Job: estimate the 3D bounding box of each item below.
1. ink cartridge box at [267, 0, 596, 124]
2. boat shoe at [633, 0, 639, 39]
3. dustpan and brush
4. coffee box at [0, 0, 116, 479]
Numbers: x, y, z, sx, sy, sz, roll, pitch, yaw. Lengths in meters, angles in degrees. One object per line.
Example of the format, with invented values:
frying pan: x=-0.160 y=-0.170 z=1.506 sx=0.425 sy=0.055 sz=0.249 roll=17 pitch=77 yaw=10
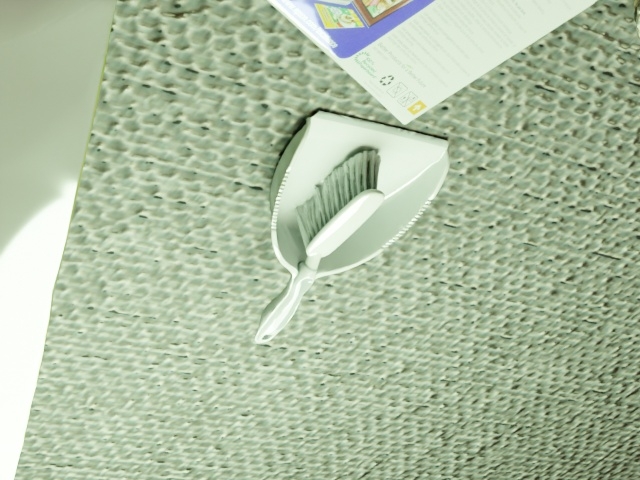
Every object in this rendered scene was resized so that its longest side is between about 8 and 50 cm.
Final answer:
ink cartridge box: x=0.088 y=-0.182 z=0.941 sx=0.208 sy=0.045 sz=0.206 roll=-31 pitch=146 yaw=17
boat shoe: x=0.334 y=-0.236 z=0.954 sx=0.116 sy=0.097 sz=0.324 roll=26 pitch=126 yaw=-30
dustpan and brush: x=0.000 y=0.000 z=1.144 sx=0.147 sy=0.060 sz=0.211 roll=9 pitch=137 yaw=-38
coffee box: x=-0.297 y=-0.096 z=0.586 sx=0.334 sy=0.338 sz=0.337 roll=-5 pitch=145 yaw=-23
